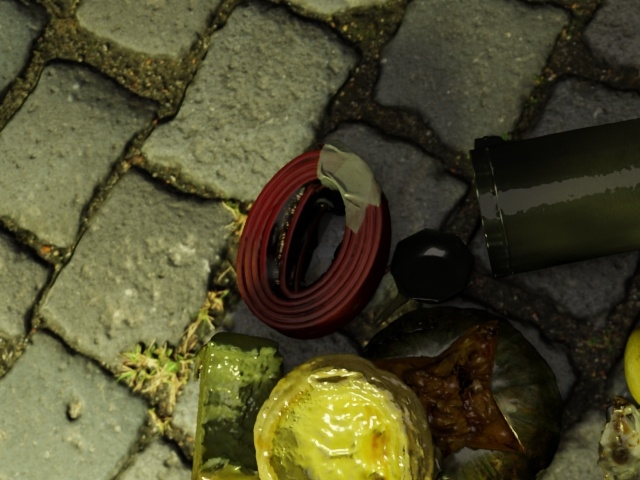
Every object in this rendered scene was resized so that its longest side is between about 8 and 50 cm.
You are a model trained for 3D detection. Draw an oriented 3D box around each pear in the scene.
[{"bbox_3d":[0.515,0.187,1.656,0.149,0.149,0.162,-26,78,5],"label":"pear"}]

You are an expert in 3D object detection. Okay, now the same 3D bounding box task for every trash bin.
[{"bbox_3d":[0.390,-0.071,1.727,0.301,0.203,0.252,-11,55,10],"label":"trash bin"}]

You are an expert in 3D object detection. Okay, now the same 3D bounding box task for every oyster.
[{"bbox_3d":[0.457,0.298,1.686,0.103,0.051,0.148,-20,60,42],"label":"oyster"}]

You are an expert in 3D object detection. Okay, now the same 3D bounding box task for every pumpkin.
[{"bbox_3d":[0.200,0.247,1.690,0.320,0.192,0.320,-4,74,14],"label":"pumpkin"}]

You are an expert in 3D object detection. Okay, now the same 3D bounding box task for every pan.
[{"bbox_3d":[0.144,0.063,1.806,0.202,0.048,0.128,-24,55,-11],"label":"pan"}]

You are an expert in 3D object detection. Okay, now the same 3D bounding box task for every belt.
[{"bbox_3d":[0.000,0.000,1.846,0.227,0.115,0.324,22,83,15],"label":"belt"}]

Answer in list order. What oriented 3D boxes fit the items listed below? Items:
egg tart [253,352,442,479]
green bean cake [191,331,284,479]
[{"bbox_3d":[0.039,0.293,1.596,0.279,0.095,0.279,2,95,22],"label":"egg tart"},{"bbox_3d":[-0.128,0.269,1.744,0.124,0.233,0.236,6,77,-10],"label":"green bean cake"}]
